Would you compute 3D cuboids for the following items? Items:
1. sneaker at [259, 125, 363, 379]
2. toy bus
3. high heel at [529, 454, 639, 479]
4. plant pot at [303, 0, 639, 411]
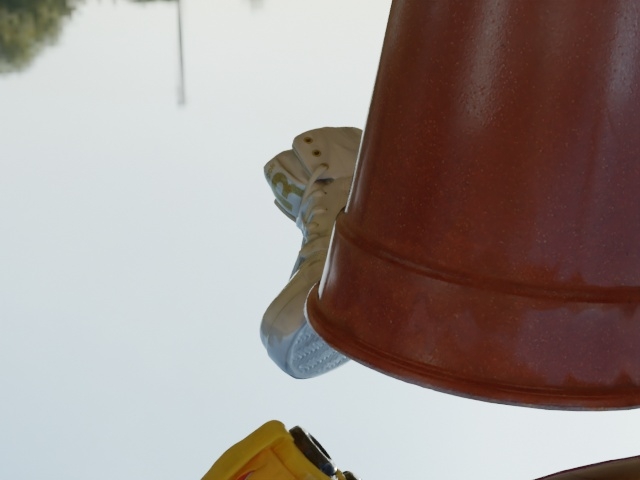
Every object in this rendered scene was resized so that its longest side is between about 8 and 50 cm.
[{"bbox_3d":[0.000,0.000,1.317,0.169,0.108,0.292,34,-143,19],"label":"sneaker"},{"bbox_3d":[-0.002,0.314,1.545,0.149,0.220,0.211,-42,-146,2],"label":"toy bus"},{"bbox_3d":[0.303,0.180,1.163,0.181,0.377,0.127,35,-144,-15],"label":"high heel"},{"bbox_3d":[0.139,-0.064,1.018,0.272,0.265,0.272,7,-164,-2],"label":"plant pot"}]
